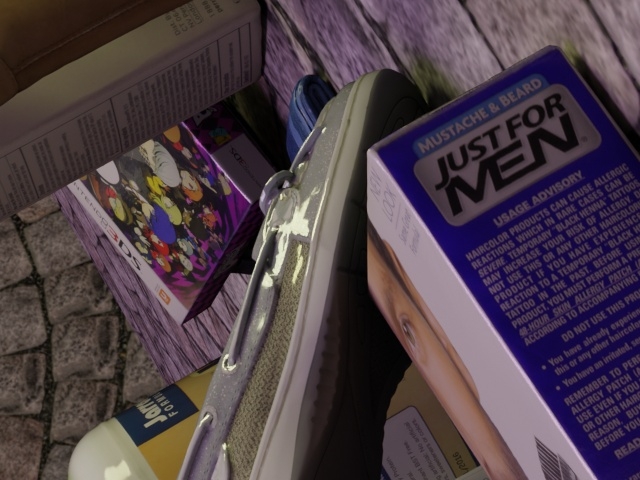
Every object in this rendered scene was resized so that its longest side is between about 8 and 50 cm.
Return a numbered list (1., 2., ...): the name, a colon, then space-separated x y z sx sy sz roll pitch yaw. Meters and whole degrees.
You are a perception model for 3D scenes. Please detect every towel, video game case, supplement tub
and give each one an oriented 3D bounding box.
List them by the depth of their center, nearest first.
1. supplement tub: -0.028 0.183 1.303 0.228 0.316 0.228 57 168 19
2. towel: -0.001 -0.065 1.309 0.067 0.029 0.119 59 169 12
3. video game case: -0.135 -0.064 1.539 0.210 0.042 0.232 50 150 9

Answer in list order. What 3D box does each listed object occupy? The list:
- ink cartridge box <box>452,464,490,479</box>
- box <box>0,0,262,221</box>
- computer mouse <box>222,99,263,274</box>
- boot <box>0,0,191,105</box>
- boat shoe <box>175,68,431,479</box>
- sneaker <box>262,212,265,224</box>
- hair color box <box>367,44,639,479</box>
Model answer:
1. ink cartridge box: 0.076 0.232 1.214 0.045 0.206 0.208 52 162 38
2. box: -0.202 -0.110 1.355 0.121 0.311 0.148 58 169 13
3. computer mouse: -0.077 -0.043 1.598 0.272 0.072 0.188 50 155 12
4. boot: -0.186 -0.164 1.222 0.236 0.269 0.089 43 162 43
5. boat shoe: -0.013 0.058 1.039 0.103 0.320 0.118 6 166 31
6. sneaker: 0.000 0.000 1.374 0.162 0.073 0.063 -122 30 -76
7. hair color box: 0.149 0.102 0.867 0.339 0.110 0.185 58 170 20
